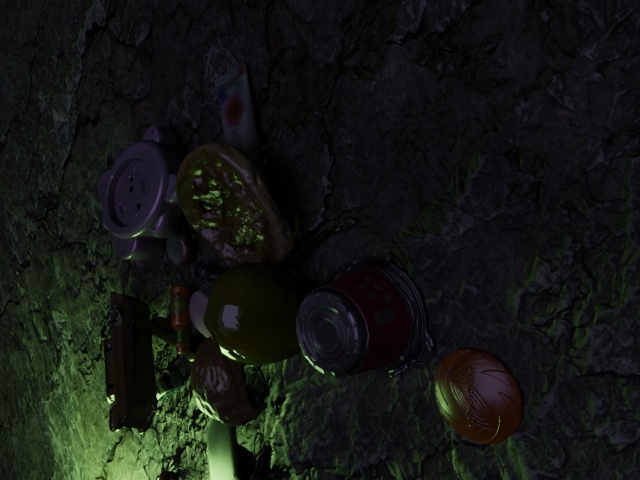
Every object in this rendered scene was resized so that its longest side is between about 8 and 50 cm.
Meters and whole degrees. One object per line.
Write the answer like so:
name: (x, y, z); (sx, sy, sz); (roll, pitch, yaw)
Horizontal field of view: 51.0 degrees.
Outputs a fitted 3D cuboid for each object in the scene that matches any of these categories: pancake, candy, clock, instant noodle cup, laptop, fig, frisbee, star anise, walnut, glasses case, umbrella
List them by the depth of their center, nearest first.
frisbee: (0.300, 0.306, 1.307); (0.192, 0.035, 0.192); (9, 103, 41)
instant noodle cup: (0.067, 0.173, 1.389); (0.302, 0.182, 0.258); (25, 113, 36)
fig: (-0.125, 0.173, 1.534); (0.271, 0.239, 0.239); (9, 106, 15)
pancake: (-0.210, -0.063, 1.600); (0.356, 0.065, 0.356); (26, 139, 25)
walnut: (-0.250, 0.363, 1.691); (0.238, 0.141, 0.204); (41, 146, 15)
umbrella: (-0.252, 0.097, 1.738); (0.224, 0.071, 0.080); (17, 104, 40)
glasses case: (-0.238, 0.225, 1.748); (0.297, 0.075, 0.113); (27, 117, 34)
star anise: (-0.168, 0.629, 1.763); (0.236, 0.093, 0.229); (-41, 77, 43)
laptop: (-0.265, 0.563, 1.797); (0.187, 0.015, 0.269); (-58, 32, 34)
clock: (-0.478, -0.132, 1.846); (0.322, 0.113, 0.295); (-42, 61, 30)
candy: (-0.389, 0.021, 1.867); (0.103, 0.043, 0.103); (13, 109, 41)

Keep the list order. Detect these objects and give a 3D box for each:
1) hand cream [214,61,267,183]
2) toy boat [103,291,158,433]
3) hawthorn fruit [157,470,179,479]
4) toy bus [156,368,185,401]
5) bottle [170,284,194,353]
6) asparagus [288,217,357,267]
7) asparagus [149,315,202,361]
hand cream: (-0.193, -0.250, 1.622); (0.124, 0.078, 0.340); (-18, 82, 43)
toy boat: (-0.567, 0.349, 1.977); (0.162, 0.136, 0.445); (-28, 58, 28)
hawthorn fruit: (-0.477, 0.759, 2.082); (0.067, 0.067, 0.103); (41, 125, 29)
toy bus: (-0.464, 0.436, 1.996); (0.123, 0.075, 0.060); (-41, 71, 39)
bottle: (-0.380, 0.217, 1.853); (0.069, 0.069, 0.187); (-13, 76, 43)
asparagus: (0.000, 0.001, 1.520); (0.236, 0.027, 0.034); (-37, 79, 40)
asparagus: (-0.387, 0.289, 1.911); (0.278, 0.060, 0.067); (24, 97, 36)
